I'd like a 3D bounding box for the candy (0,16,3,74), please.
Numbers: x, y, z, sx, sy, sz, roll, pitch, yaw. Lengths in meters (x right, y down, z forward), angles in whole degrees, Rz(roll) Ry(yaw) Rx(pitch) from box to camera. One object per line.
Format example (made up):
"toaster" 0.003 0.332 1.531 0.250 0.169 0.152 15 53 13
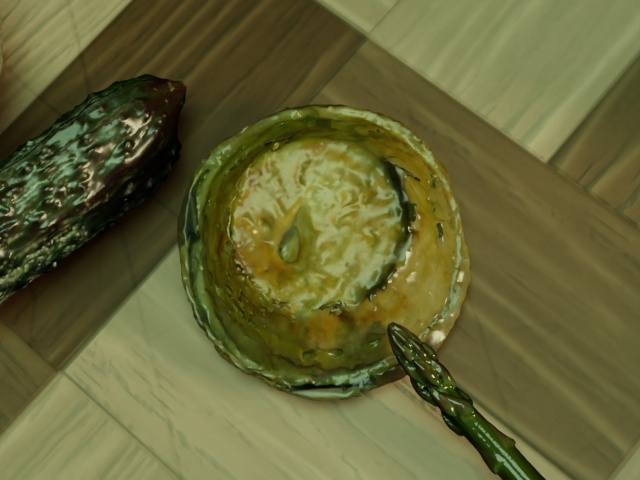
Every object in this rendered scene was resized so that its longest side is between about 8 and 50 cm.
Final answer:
"candy" -0.366 -0.150 0.867 0.295 0.185 0.296 1 59 -2

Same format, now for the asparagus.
"asparagus" 0.120 0.143 0.782 0.027 0.034 0.236 -40 81 -10

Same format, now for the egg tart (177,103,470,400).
"egg tart" -0.001 -0.001 0.835 0.212 0.090 0.213 -2 74 8

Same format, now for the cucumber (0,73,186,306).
"cucumber" -0.233 0.002 0.861 0.359 0.096 0.096 -34 70 -9
